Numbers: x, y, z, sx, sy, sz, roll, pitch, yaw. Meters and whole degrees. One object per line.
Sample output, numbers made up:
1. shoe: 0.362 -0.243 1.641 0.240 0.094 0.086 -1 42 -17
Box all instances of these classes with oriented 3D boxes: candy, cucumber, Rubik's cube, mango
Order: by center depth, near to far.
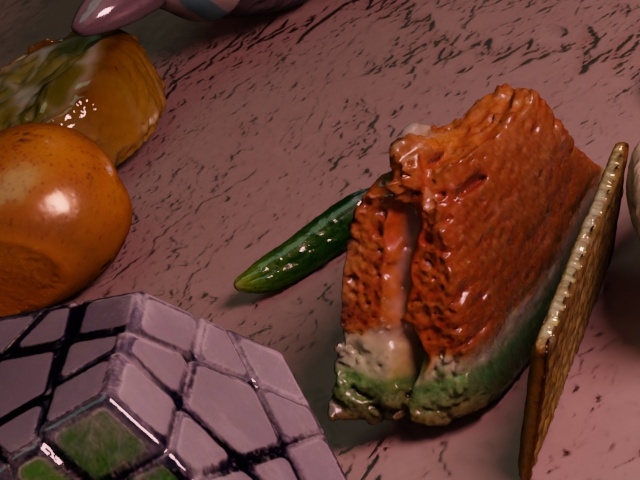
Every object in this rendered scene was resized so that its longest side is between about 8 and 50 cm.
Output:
1. Rubik's cube: -0.135 0.190 1.267 0.264 0.319 0.319 24 55 25
2. cucumber: 0.000 0.000 1.685 0.168 0.039 0.039 -35 29 -5
3. mango: -0.304 -0.012 1.870 0.290 0.160 0.191 -25 34 28
4. candy: -0.288 -0.125 2.059 0.260 0.118 0.260 -24 24 12

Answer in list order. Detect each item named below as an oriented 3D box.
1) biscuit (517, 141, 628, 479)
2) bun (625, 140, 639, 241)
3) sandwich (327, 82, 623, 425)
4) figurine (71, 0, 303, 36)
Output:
1. biscuit: 0.177 0.044 1.365 0.016 0.139 0.231 15 45 14
2. bun: 0.322 -0.033 1.348 0.231 0.133 0.231 -23 27 13
3. sandwich: 0.118 -0.008 1.443 0.109 0.212 0.292 16 37 34
4. figurine: -0.093 -0.311 2.051 0.377 0.266 0.361 -47 25 -21
